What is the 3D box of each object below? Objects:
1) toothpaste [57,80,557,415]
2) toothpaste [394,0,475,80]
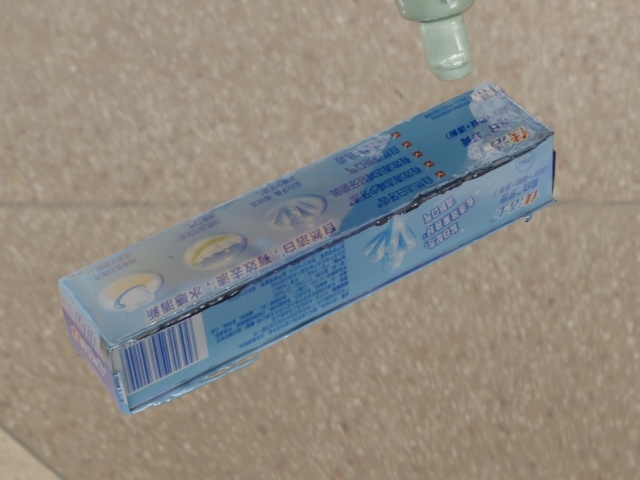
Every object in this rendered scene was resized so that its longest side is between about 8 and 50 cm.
[{"bbox_3d":[0.000,0.000,0.853,0.272,0.053,0.066,-26,44,-21],"label":"toothpaste"},{"bbox_3d":[0.041,-0.206,0.864,0.067,0.255,0.037,-2,24,32],"label":"toothpaste"}]
